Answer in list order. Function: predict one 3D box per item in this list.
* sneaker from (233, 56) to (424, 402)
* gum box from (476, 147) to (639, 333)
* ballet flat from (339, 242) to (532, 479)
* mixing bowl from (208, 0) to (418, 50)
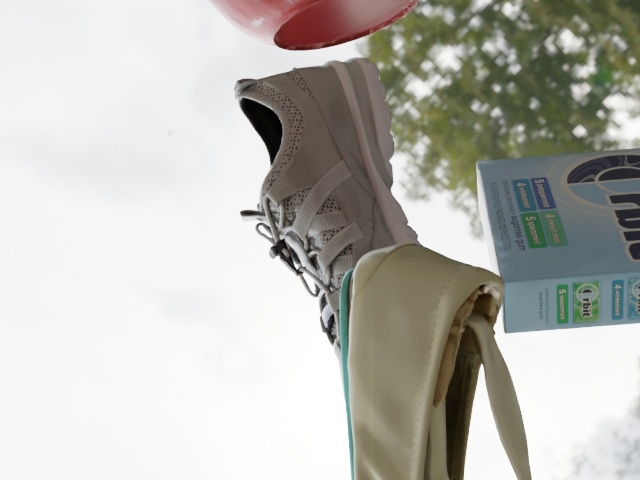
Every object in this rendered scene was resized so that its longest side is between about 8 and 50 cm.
[{"bbox_3d":[0.000,0.000,0.923,0.115,0.105,0.281,-3,-121,-14],"label":"sneaker"},{"bbox_3d":[0.197,-0.006,0.819,0.184,0.041,0.157,-5,-151,3],"label":"gum box"},{"bbox_3d":[0.048,0.125,0.548,0.086,0.086,0.249,-1,-89,-44],"label":"ballet flat"},{"bbox_3d":[0.000,-0.168,0.732,0.181,0.181,0.098,-6,-105,-47],"label":"mixing bowl"}]
